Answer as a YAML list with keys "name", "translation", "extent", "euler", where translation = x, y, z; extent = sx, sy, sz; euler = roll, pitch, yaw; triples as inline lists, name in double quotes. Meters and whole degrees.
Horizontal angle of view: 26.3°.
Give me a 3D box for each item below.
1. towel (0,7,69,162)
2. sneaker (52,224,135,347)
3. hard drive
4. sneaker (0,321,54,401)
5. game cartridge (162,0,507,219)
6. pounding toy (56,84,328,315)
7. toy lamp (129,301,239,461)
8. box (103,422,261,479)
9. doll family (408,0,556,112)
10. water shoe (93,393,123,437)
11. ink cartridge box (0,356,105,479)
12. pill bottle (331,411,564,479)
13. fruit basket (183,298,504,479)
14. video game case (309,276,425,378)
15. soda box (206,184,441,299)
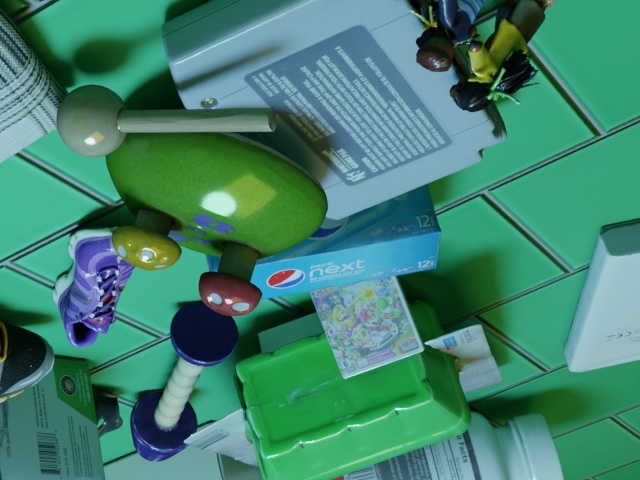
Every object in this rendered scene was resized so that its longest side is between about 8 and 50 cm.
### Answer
- name: "towel"
  translation: [-0.352, -0.075, 0.888]
  extent: [0.324, 0.056, 0.312]
  euler: [-28, 156, 0]
- name: "sneaker"
  translation: [-0.196, 0.043, 1.240]
  extent: [0.068, 0.071, 0.170]
  euler: [-1, 149, -22]
- name: "hard drive"
  translation: [0.395, 0.056, 1.553]
  extent: [0.203, 0.040, 0.307]
  euler: [-11, 151, -4]
- name: "sneaker"
  translation: [-0.341, 0.094, 1.261]
  extent: [0.215, 0.084, 0.083]
  euler: [11, 139, -36]
- name: "game cartridge"
  translation: [0.011, -0.114, 1.067]
  extent: [0.198, 0.062, 0.297]
  euler: [-18, 152, 18]
- name: "pounding toy"
  translation: [-0.100, -0.017, 1.051]
  extent: [0.183, 0.110, 0.237]
  euler: [11, 162, 17]
- name: "toy lamp"
  translation: [-0.154, 0.164, 1.470]
  extent: [0.080, 0.080, 0.274]
  euler: [-3, 149, -19]
- name: "box"
  translation: [-0.216, 0.326, 1.718]
  extent: [0.275, 0.094, 0.113]
  euler: [-24, 150, 20]
- name: "doll family"
  translation: [0.110, -0.148, 0.969]
  extent: [0.111, 0.076, 0.193]
  euler: [-59, 142, -5]
- name: "water shoe"
  translation: [-0.292, 0.237, 1.548]
  extent: [0.080, 0.073, 0.203]
  euler: [7, 146, -37]
- name: "ink cartridge box"
  translation: [-0.332, 0.192, 1.366]
  extent: [0.208, 0.153, 0.087]
  euler: [13, 142, -38]
- name: "pill bottle"
  translation: [0.149, 0.322, 1.784]
  extent: [0.319, 0.176, 0.176]
  euler: [-13, 152, -1]
- name: "fruit basket"
  translation: [0.039, 0.174, 1.532]
  extent: [0.327, 0.165, 0.353]
  euler: [-20, 168, 6]
- name: "video game case"
  translation: [0.041, 0.065, 1.342]
  extent: [0.087, 0.122, 0.011]
  euler: [-21, -178, 14]
- name: "soda box"
  translation: [0.000, 0.000, 1.251]
  extent: [0.210, 0.067, 0.071]
  euler: [-11, 151, -6]
